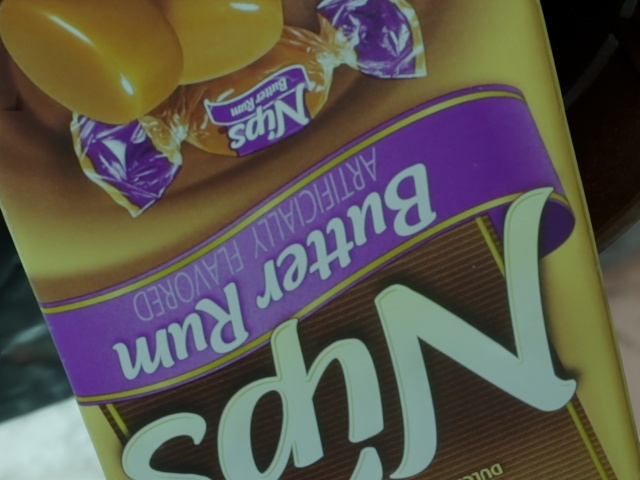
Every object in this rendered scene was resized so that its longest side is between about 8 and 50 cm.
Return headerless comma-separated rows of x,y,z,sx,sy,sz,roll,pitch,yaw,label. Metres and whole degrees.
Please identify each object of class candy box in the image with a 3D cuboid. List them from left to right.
0.000,0.000,0.397,0.109,0.186,0.053,-14,29,6,candy box

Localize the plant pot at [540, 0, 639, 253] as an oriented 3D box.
-0.001,-0.088,0.494,0.167,0.167,0.165,-18,43,2,plant pot
